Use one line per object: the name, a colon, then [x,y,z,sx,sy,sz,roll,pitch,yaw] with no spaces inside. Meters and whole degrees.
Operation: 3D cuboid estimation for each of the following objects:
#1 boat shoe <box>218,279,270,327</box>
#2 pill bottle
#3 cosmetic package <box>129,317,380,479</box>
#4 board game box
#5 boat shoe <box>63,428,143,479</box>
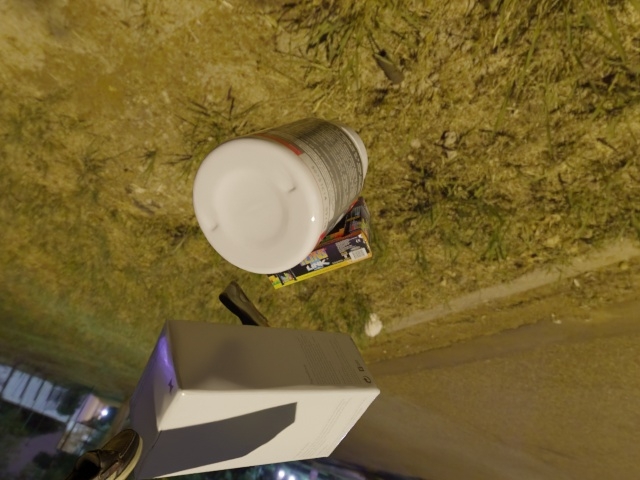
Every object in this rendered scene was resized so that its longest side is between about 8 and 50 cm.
boat shoe: [-0.149,0.152,0.893,0.153,0.048,0.056,48,140,-18]
pill bottle: [-0.030,-0.082,0.585,0.161,0.283,0.161,8,114,18]
cosmetic package: [-0.113,0.278,0.753,0.384,0.156,0.217,16,117,-35]
board game box: [0.000,0.000,0.705,0.170,0.141,0.048,-20,117,16]
boat shoe: [-0.265,0.273,0.497,0.056,0.152,0.049,-14,103,8]
